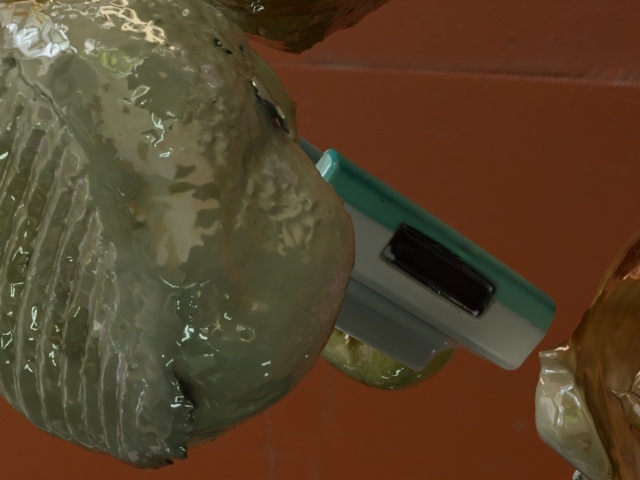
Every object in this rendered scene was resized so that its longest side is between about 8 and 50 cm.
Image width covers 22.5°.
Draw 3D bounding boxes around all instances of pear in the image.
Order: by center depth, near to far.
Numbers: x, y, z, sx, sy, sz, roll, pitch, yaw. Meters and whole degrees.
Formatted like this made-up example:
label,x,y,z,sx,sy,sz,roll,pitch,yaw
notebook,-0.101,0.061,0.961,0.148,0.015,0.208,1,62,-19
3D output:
label,x,y,z,sx,sy,sz,roll,pitch,yaw
pear,0.059,0.055,1.474,0.167,0.136,0.167,11,111,30

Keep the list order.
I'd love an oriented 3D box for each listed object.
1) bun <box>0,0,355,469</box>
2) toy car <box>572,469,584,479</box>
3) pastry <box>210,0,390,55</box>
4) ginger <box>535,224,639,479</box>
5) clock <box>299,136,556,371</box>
label,x,y,z,sx,sy,sz,roll,pitch,yaw
bun,-0.088,-0.024,0.685,0.239,0.141,0.239,28,131,37
toy car,0.324,0.200,1.580,0.170,0.080,0.070,-37,73,34
pastry,0.014,-0.257,0.984,0.284,0.316,0.184,-36,85,-9
ginger,0.139,0.094,0.362,0.254,0.418,0.176,-12,112,-10
clock,0.000,0.000,1.121,0.231,0.262,0.116,33,92,46
